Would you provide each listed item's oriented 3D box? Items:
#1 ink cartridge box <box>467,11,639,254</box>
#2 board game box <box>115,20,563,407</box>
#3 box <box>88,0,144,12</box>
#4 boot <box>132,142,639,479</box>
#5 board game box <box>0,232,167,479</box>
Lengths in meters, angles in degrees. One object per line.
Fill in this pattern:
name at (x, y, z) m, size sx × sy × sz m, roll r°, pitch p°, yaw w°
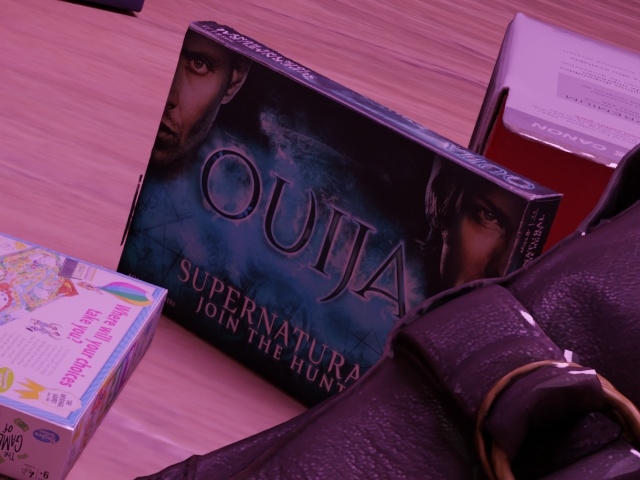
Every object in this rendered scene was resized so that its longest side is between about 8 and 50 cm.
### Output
ink cartridge box at (0.219, 0.011, 0.930) m, size 0.309 × 0.130 × 0.272 m, roll 19°, pitch 19°, yaw 3°
board game box at (0.000, 0.000, 0.757) m, size 0.186 × 0.126 × 0.026 m, roll 29°, pitch 21°, yaw 32°
box at (-0.180, -0.283, 1.287) m, size 0.153 × 0.207 × 0.108 m, roll 9°, pitch 20°, yaw -24°
boot at (0.034, 0.103, 0.281) m, size 0.229 × 0.091 × 0.263 m, roll -20°, pitch 55°, yaw -7°
board game box at (-0.125, 0.036, 0.688) m, size 0.103 × 0.026 × 0.154 m, roll 19°, pitch 18°, yaw 2°
